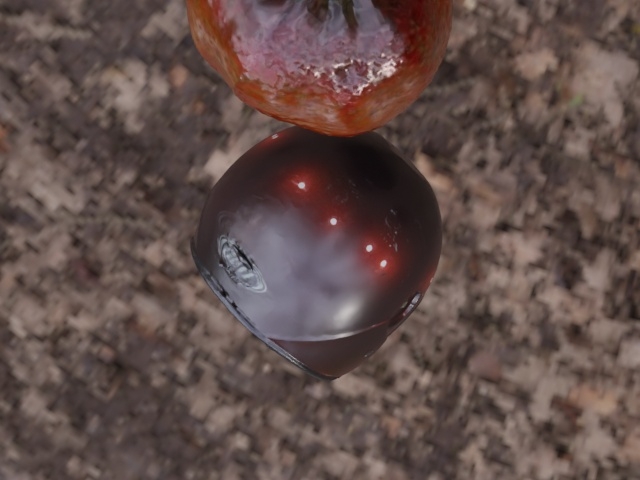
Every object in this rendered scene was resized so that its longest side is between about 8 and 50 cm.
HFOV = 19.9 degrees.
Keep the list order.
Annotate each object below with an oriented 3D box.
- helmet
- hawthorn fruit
[{"bbox_3d":[0.000,0.000,1.507,0.189,0.216,0.193,48,141,19],"label":"helmet"},{"bbox_3d":[0.001,-0.131,1.089,0.157,0.157,0.194,16,160,9],"label":"hawthorn fruit"}]
